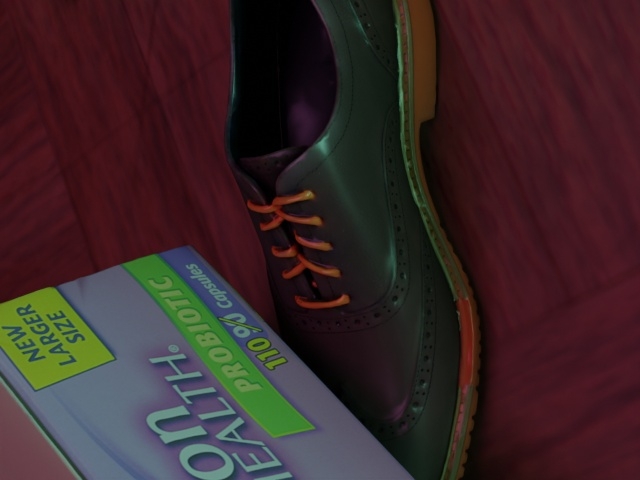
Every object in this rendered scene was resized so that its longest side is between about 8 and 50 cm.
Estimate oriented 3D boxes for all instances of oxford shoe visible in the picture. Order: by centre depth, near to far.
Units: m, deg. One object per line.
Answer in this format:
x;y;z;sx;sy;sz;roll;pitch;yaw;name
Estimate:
0.000;0.000;0.532;0.097;0.098;0.271;-12;83;35;oxford shoe

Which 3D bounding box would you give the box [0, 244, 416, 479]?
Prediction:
-0.063;0.168;0.525;0.213;0.117;0.243;44;133;28;box
